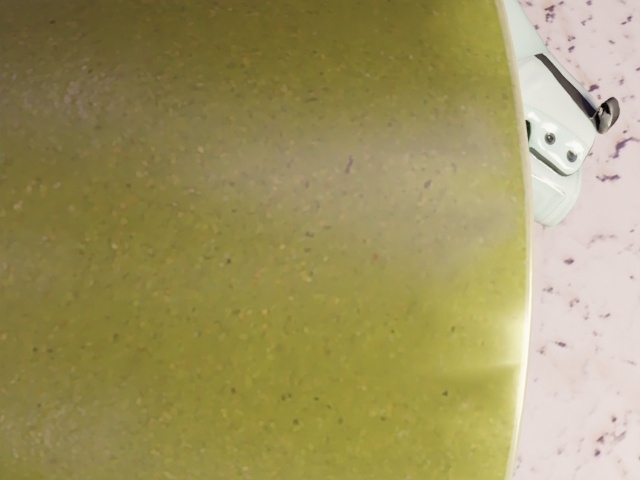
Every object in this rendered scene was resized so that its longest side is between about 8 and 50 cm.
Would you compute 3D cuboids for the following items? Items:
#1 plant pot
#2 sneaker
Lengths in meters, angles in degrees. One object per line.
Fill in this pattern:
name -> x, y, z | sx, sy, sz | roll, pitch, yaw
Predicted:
plant pot -> -0.119, 0.010, 0.494 | 0.293, 0.275, 0.275 | 3, 62, -16
sneaker -> 0.085, -0.050, 0.892 | 0.151, 0.094, 0.256 | 45, 52, -5
